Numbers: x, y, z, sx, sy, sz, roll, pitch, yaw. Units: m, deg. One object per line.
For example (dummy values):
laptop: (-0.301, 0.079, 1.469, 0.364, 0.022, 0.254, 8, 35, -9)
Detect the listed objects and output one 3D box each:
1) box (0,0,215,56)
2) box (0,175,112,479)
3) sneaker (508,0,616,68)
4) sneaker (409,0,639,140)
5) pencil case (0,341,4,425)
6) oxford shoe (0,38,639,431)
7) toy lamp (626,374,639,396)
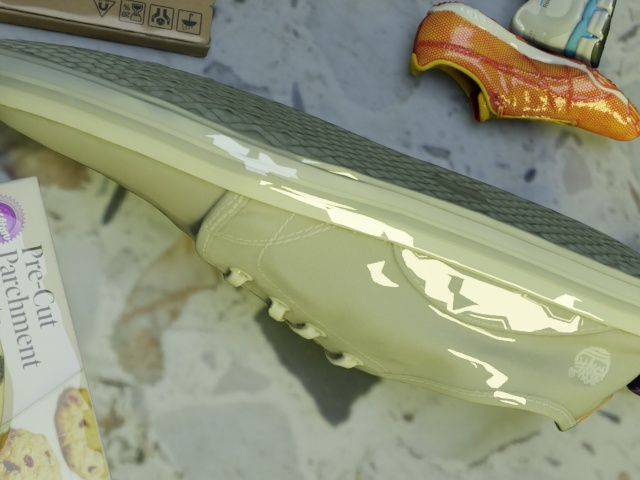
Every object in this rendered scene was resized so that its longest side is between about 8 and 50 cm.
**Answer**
box: (-0.165, -0.216, 0.671, 0.201, 0.021, 0.164, 8, 74, -13)
box: (-0.151, 0.128, 0.563, 0.067, 0.063, 0.324, -12, 79, -20)
sneaker: (0.187, -0.216, 0.750, 0.083, 0.071, 0.191, 15, 61, 13)
sneaker: (0.144, -0.105, 0.719, 0.175, 0.064, 0.067, 23, 90, -3)
pencil case: (-0.320, 0.114, 0.403, 0.183, 0.160, 0.410, 24, 37, 29)
oxford shoe: (0.000, 0.000, 0.604, 0.449, 0.169, 0.130, 22, 107, -8)
toy lamp: (0.336, 0.156, 0.688, 0.274, 0.080, 0.080, 40, 69, -3)
